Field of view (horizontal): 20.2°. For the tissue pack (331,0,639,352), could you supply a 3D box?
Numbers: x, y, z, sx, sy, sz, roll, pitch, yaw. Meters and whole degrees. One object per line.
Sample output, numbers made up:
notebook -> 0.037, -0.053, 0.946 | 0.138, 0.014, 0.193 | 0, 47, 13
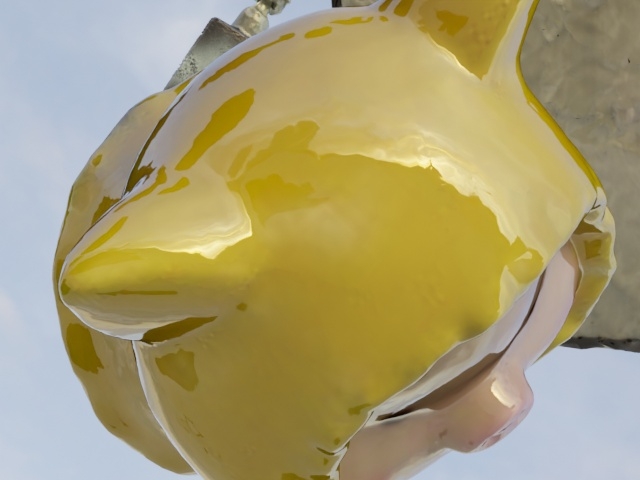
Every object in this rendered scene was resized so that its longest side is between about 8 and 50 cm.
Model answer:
tissue pack -> 0.161, -0.105, 0.843 | 0.198, 0.370, 0.210 | 1, -72, 25

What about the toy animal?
toy animal -> -0.004, 0.003, 0.513 | 0.156, 0.156, 0.230 | 30, -15, -4

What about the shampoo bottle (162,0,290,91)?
shampoo bottle -> -0.101, -0.156, 1.664 | 0.063, 0.208, 0.057 | 32, -15, 14
